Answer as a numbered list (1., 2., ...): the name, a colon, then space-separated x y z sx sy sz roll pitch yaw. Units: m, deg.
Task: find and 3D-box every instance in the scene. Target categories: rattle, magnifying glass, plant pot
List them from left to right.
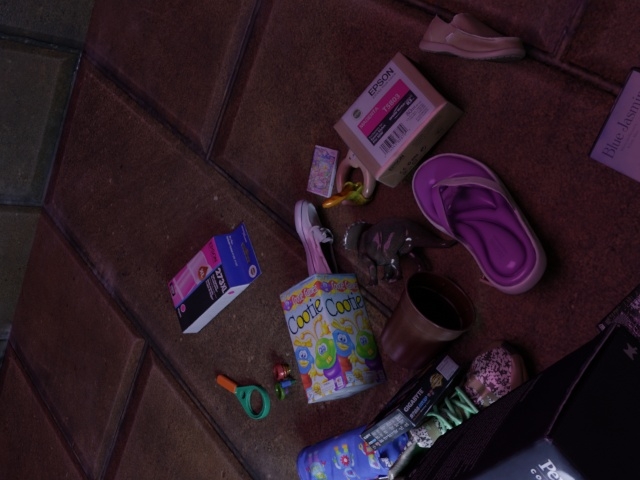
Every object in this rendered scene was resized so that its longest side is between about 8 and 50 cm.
1. magnifying glass: -0.221 0.435 2.257 0.230 0.026 0.092 19 102 44
2. rattle: 0.051 -0.182 1.910 0.130 0.142 0.200 -168 77 -65
3. plant pot: 0.220 0.181 1.701 0.167 0.166 0.165 57 135 32

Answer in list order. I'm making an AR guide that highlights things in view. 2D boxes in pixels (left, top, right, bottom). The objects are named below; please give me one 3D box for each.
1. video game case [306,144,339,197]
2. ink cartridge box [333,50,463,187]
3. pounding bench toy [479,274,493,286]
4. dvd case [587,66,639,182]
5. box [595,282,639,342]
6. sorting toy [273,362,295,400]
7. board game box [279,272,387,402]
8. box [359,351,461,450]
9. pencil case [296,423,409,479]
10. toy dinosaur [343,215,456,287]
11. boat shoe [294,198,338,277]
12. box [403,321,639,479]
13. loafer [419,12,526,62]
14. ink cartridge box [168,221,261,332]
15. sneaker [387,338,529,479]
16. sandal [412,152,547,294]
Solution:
1. video game case: 0.006 -0.179 2.046 0.087 0.011 0.122 22 104 46
2. ink cartridge box: 0.170 -0.270 1.778 0.235 0.088 0.193 -48 58 19
3. pounding bench toy: 0.376 0.065 1.603 0.083 0.052 0.065 25 106 45
4. dvd case: 0.610 -0.177 1.383 0.253 0.022 0.181 39 116 41
5. box: 0.589 0.165 1.349 0.147 0.077 0.180 -56 52 30
6. sorting toy: -0.095 0.375 2.116 0.061 0.042 0.102 13 110 62
7. board game box: 0.029 0.231 1.905 0.142 0.144 0.276 -33 66 41
8. box: 0.187 0.340 1.661 0.051 0.175 0.220 44 148 6
9. pencil case: 0.078 0.511 1.858 0.306 0.119 0.133 -31 74 42
10. toy dinosaur: 0.156 0.011 1.798 0.313 0.121 0.161 -16 90 50
11. boat shoe: 0.000 0.000 2.008 0.075 0.083 0.227 -16 88 34
12. box: 0.409 0.464 1.192 0.480 0.297 0.472 46 136 7
13. loafer: 0.313 -0.426 1.658 0.268 0.101 0.092 23 110 46
14. ink cartridge box: -0.320 0.115 2.353 0.371 0.069 0.176 -40 60 36
15. sneaker: 0.272 0.377 1.607 0.158 0.182 0.411 46 120 38
16. sandal: 0.309 -0.063 1.608 0.169 0.102 0.416 -49 45 11
